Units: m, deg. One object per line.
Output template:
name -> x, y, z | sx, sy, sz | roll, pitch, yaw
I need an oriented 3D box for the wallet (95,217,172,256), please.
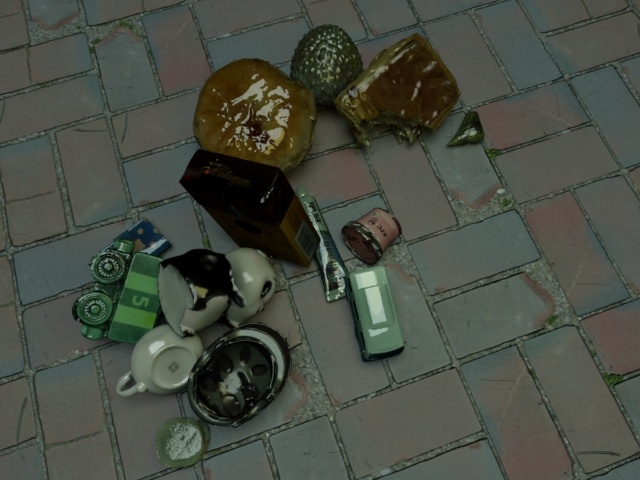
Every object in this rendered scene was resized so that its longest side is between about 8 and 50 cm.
wallet -> -0.590, 0.033, 1.616 | 0.202, 0.059, 0.141 | -42, 73, -13

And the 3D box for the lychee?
lychee -> 0.025, -0.583, 1.741 | 0.256, 0.274, 0.255 | 7, 39, -6

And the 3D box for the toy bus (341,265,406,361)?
toy bus -> 0.157, 0.211, 1.488 | 0.133, 0.165, 0.271 | -12, 80, -5

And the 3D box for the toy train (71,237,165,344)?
toy train -> -0.569, 0.150, 1.491 | 0.238, 0.167, 0.298 | 19, 85, -18

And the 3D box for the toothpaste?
toothpaste -> 0.000, 0.000, 1.625 | 0.099, 0.061, 0.391 | -19, 74, -11

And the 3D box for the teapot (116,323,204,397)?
teapot -> -0.443, 0.339, 1.454 | 0.298, 0.139, 0.204 | -34, 119, -21

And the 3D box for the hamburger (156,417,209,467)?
hamburger -> -0.382, 0.561, 1.426 | 0.140, 0.062, 0.132 | -5, 66, 0

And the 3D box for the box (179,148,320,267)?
box -> -0.180, -0.079, 1.443 | 0.265, 0.415, 0.115 | 17, 71, 21

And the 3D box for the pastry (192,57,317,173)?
pastry -> -0.208, -0.383, 1.659 | 0.410, 0.245, 0.409 | -1, 82, 4

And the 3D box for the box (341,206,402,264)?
box -> 0.164, -0.021, 1.594 | 0.135, 0.151, 0.151 | -38, 74, -22

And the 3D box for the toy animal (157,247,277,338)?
toy animal -> -0.277, 0.127, 1.459 | 0.310, 0.251, 0.250 | -9, 65, -43

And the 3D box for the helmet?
helmet -> -0.222, 0.377, 1.432 | 0.305, 0.177, 0.225 | -38, 80, -20

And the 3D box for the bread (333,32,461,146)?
bread -> 0.245, -0.467, 1.703 | 0.370, 0.191, 0.314 | -46, 117, -3

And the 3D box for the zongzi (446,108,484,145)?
zongzi -> 0.487, -0.401, 1.777 | 0.131, 0.062, 0.154 | -11, 64, 9
